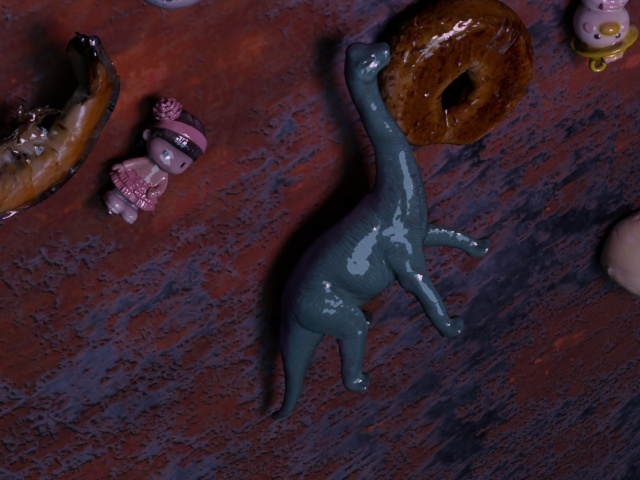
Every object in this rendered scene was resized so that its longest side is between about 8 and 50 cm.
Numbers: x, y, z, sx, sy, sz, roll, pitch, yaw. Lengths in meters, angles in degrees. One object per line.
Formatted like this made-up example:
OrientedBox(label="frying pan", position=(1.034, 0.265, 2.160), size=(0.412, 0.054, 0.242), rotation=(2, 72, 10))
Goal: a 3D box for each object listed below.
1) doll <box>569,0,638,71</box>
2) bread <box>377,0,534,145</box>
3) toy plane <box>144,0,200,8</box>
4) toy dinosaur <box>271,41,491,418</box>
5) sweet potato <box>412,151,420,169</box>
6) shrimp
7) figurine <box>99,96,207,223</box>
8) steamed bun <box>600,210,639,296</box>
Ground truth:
OrientedBox(label="doll", position=(0.312, -0.275, 1.670), size=(0.129, 0.081, 0.207), rotation=(-5, 126, -9))
OrientedBox(label="bread", position=(0.142, -0.180, 1.637), size=(0.193, 0.064, 0.193), rotation=(-18, 134, -20))
OrientedBox(label="toy plane", position=(-0.140, -0.321, 1.310), size=(0.267, 0.122, 0.266), rotation=(-6, 126, -8))
OrientedBox(label="toy dinosaur", position=(0.000, 0.000, 1.644), size=(0.383, 0.129, 0.331), rotation=(-37, 123, 12))
OrientedBox(label="sweet potato", position=(0.088, -0.060, 1.700), size=(0.034, 0.034, 0.095), rotation=(0, 130, -34))
OrientedBox(label="shrimp", position=(-0.289, -0.113, 1.349), size=(0.222, 0.054, 0.290), rotation=(-40, 151, 11))
OrientedBox(label="figurine", position=(-0.167, -0.080, 1.508), size=(0.072, 0.054, 0.129), rotation=(37, 104, -28))
OrientedBox(label="steamed bun", position=(0.422, 0.019, 1.934), size=(0.130, 0.091, 0.112), rotation=(16, 108, -39))
